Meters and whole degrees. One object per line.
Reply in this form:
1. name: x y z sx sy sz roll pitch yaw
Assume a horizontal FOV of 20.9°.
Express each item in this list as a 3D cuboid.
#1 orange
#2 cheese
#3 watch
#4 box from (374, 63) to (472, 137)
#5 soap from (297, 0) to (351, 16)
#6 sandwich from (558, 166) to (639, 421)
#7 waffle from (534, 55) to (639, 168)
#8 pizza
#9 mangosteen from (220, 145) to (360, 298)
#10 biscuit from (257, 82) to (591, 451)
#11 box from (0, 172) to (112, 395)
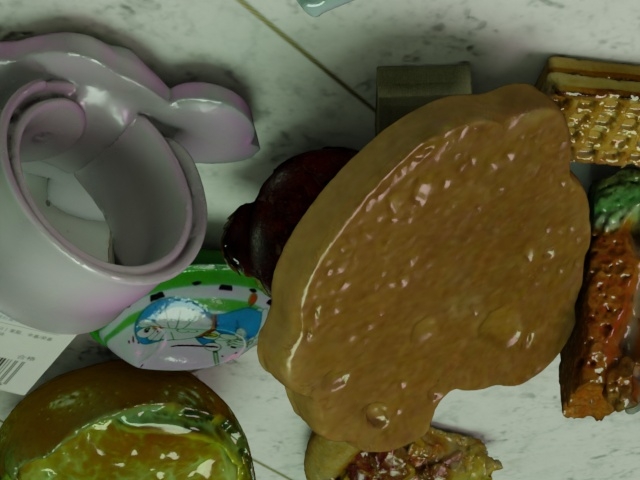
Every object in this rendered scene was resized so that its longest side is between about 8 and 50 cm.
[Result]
1. orange: -0.221 0.236 1.814 0.262 0.196 0.334 -7 154 -20
2. cheese: -0.082 0.070 1.667 0.320 0.083 0.204 5 150 -25
3. watch: -0.185 -0.029 1.387 0.248 0.217 0.211 25 138 -34
4. box: 0.086 -0.109 1.449 0.079 0.035 0.083 -2 148 -1
5. soap: 0.093 -0.271 1.076 0.289 0.173 0.095 -20 143 24
6. sandwich: 0.278 0.063 1.593 0.109 0.212 0.292 13 166 7
7. waffle: 0.246 -0.106 1.458 0.148 0.042 0.102 4 147 -10
8. pizza: 0.097 0.275 1.996 0.229 0.081 0.289 -5 145 3
9. mangosteen: 0.000 0.000 1.514 0.166 0.166 0.180 28 160 -38
10. biscuit: 0.092 0.034 1.434 0.312 0.057 0.351 -38 139 -7
11. box: -0.349 0.021 1.542 0.274 0.116 0.203 15 142 -25
